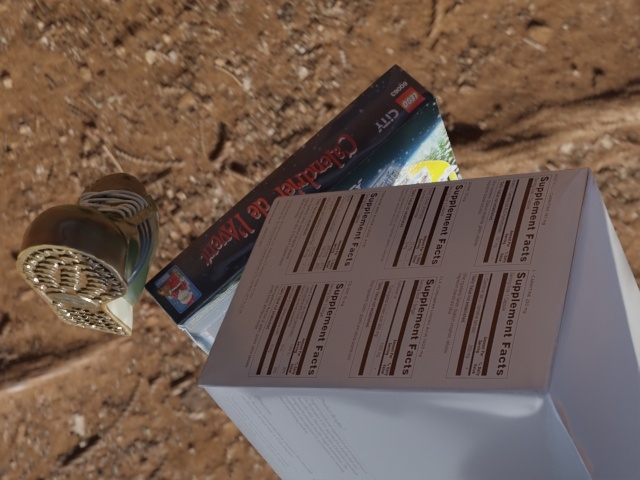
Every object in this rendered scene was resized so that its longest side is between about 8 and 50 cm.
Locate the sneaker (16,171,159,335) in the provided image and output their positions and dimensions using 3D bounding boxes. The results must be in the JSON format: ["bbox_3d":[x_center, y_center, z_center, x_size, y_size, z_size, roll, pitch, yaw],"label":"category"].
[{"bbox_3d":[-0.133,-0.005,0.669,0.064,0.192,0.086,12,72,-1],"label":"sneaker"}]

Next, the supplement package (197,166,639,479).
[{"bbox_3d":[0.078,0.080,0.666,0.203,0.149,0.194,-4,138,30],"label":"supplement package"}]

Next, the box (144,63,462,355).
[{"bbox_3d":[0.000,0.000,0.817,0.233,0.044,0.159,-42,150,-6],"label":"box"}]
